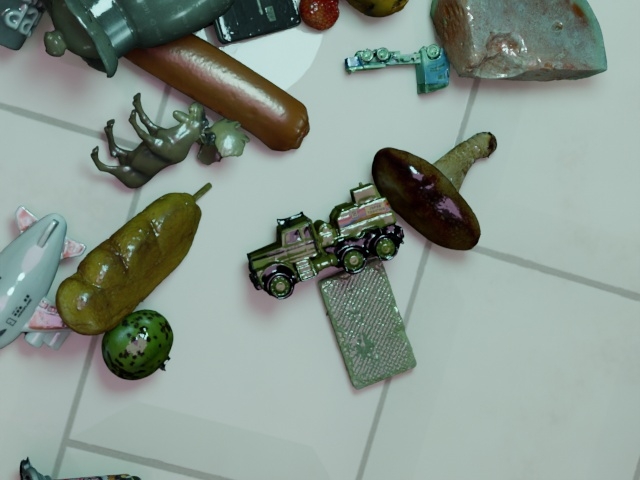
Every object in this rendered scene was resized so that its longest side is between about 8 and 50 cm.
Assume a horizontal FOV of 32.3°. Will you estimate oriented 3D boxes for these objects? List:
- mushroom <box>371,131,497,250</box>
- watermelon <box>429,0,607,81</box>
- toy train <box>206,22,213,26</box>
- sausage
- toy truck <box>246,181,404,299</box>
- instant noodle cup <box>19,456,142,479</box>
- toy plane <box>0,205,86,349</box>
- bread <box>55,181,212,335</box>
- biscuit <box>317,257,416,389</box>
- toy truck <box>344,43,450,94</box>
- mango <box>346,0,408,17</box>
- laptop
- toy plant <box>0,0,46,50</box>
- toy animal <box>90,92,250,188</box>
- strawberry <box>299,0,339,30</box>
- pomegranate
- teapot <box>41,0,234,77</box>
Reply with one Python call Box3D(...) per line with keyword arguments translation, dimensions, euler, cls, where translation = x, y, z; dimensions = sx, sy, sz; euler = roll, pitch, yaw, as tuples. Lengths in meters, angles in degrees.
Box3D(translation=(0.210, -0.120, 1.853), dimensions=(0.227, 0.148, 0.217), euler=(45, 67, -19), cls="mushroom")
Box3D(translation=(0.310, -0.338, 1.816), dimensions=(0.318, 0.148, 0.226), euler=(34, 66, -12), cls="watermelon")
Box3D(translation=(-0.204, -0.411, 1.789), dimensions=(0.071, 0.038, 0.148), euler=(-24, 98, -5), cls="toy train")
Box3D(translation=(-0.168, -0.258, 1.777), dimensions=(0.348, 0.094, 0.097), euler=(31, 86, -10), cls="sausage")
Box3D(translation=(0.000, 0.005, 1.807), dimensions=(0.257, 0.127, 0.127), euler=(-24, 102, -6), cls="toy truck")
Box3D(translation=(-0.356, 0.472, 1.732), dimensions=(0.181, 0.258, 0.303), euler=(-5, 66, -24), cls="instant noodle cup")
Box3D(translation=(-0.477, 0.066, 1.735), dimensions=(0.252, 0.118, 0.252), euler=(-1, 95, -7), cls="toy plane")
Box3D(translation=(-0.287, 0.017, 1.746), dimensions=(0.084, 0.124, 0.344), euler=(23, 54, 27), cls="bread")
Box3D(translation=(0.080, 0.141, 1.876), dimensions=(0.121, 0.040, 0.199), euler=(-20, 98, -6), cls="biscuit")
Box3D(translation=(0.130, -0.283, 1.841), dimensions=(0.175, 0.067, 0.081), euler=(-5, 96, -10), cls="toy truck")
Box3D(translation=(0.045, -0.463, 1.779), dimensions=(0.248, 0.156, 0.151), euler=(34, 65, 4), cls="mango")
Box3D(translation=(-0.124, -0.433, 1.788), dimensions=(0.153, 0.026, 0.207), euler=(-19, 97, -27), cls="laptop")
Box3D(translation=(-0.428, -0.492, 1.669), dimensions=(0.279, 0.185, 0.400), euler=(24, 98, -32), cls="toy plant")
Box3D(translation=(-0.239, -0.155, 1.764), dimensions=(0.214, 0.094, 0.186), euler=(-37, 120, 21), cls="toy animal")
Box3D(translation=(-0.003, -0.379, 1.803), dimensions=(0.073, 0.083, 0.073), euler=(1, 102, 5), cls="strawberry")
Box3D(translation=(-0.304, 0.151, 1.776), dimensions=(0.122, 0.122, 0.161), euler=(-34, 75, -6), cls="pomegranate")
Box3D(translation=(-0.291, -0.375, 1.592), dimensions=(0.285, 0.305, 0.223), euler=(-41, 77, -13), cls="teapot")
